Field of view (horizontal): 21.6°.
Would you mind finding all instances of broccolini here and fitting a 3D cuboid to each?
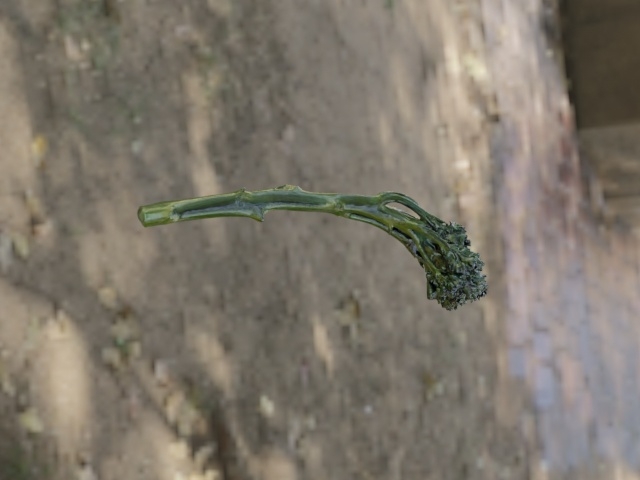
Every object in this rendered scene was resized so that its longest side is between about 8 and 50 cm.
[{"bbox_3d":[0.002,-0.007,0.870,0.054,0.194,0.052,152,-49,-74],"label":"broccolini"}]
